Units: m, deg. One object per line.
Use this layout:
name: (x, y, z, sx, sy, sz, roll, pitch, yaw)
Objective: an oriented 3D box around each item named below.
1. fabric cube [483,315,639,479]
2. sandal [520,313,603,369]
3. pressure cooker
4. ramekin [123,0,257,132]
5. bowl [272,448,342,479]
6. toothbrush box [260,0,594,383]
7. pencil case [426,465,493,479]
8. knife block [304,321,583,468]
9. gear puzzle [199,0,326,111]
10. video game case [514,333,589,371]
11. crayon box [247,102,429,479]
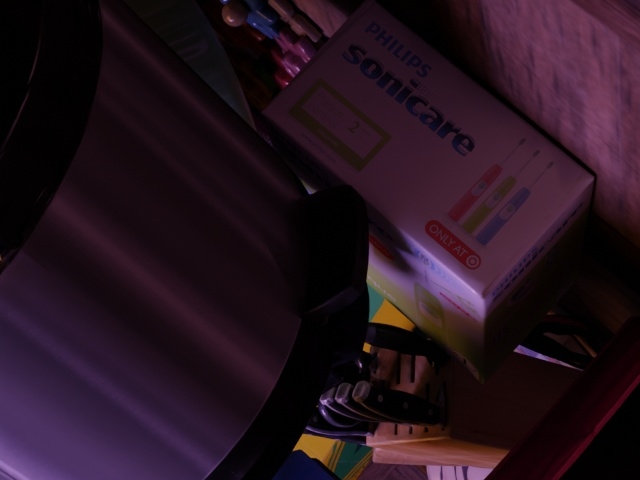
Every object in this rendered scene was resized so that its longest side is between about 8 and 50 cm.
fabric cube: (0.257, 0.218, 1.403, 0.254, 0.259, 0.258, 42, 173, 0)
sandal: (0.193, 0.077, 1.716, 0.179, 0.040, 0.067, 21, 177, 30)
pressure cooker: (-0.197, 0.032, 1.341, 0.370, 0.375, 0.420, 28, 169, 46)
ramekin: (-0.174, -0.114, 1.751, 0.303, 0.148, 0.303, 55, 162, 27)
bowl: (0.094, 0.297, 1.438, 0.391, 0.077, 0.391, 42, 175, 5)
toothbrush box: (0.082, -0.028, 1.473, 0.206, 0.122, 0.283, 41, 170, 13)
pencil case: (0.264, 0.292, 2.081, 0.183, 0.160, 0.410, 64, 165, -19)
knife block: (0.115, 0.131, 1.653, 0.276, 0.088, 0.242, 3, 167, -1)
gear puzzle: (-0.057, -0.158, 1.732, 0.175, 0.044, 0.339, 43, 172, -3)
video game case: (0.241, 0.138, 1.905, 0.201, 0.023, 0.183, 47, 171, -26)
crayon box: (-0.069, 0.056, 1.905, 0.363, 0.313, 0.106, 39, -166, 25)
